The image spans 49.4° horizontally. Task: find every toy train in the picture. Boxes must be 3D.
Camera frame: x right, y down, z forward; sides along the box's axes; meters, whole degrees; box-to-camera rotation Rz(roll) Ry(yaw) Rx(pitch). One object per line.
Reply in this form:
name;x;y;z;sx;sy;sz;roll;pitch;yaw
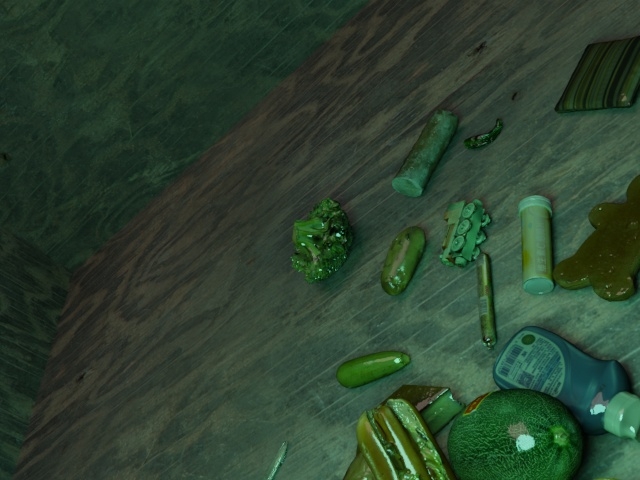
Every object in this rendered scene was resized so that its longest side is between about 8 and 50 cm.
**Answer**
toy train;0.336;-0.013;1.659;0.118;0.074;0.176;-17;47;58

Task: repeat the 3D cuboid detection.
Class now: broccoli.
broccoli;0.003;-0.001;1.978;0.176;0.227;0.197;-15;11;-32

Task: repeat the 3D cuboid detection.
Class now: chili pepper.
chili pepper;0.434;-0.277;1.852;0.118;0.035;0.056;-36;49;30

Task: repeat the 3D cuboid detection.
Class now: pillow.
pillow;0.676;-0.391;1.635;0.212;0.052;0.208;10;67;59

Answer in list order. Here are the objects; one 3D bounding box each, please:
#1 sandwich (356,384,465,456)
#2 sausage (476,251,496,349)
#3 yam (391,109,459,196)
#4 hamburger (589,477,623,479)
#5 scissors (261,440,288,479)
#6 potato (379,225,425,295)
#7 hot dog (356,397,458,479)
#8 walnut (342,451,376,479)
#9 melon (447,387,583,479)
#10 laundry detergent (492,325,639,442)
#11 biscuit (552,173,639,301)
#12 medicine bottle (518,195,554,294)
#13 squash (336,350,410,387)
sandwich;0.170;0.372;1.419;0.258;0.094;0.096;-42;35;11
sausage;0.357;0.124;1.506;0.032;0.033;0.269;-29;36;33
yam;0.298;-0.247;1.948;0.093;0.093;0.259;6;61;56
hamburger;0.411;0.449;0.985;0.172;0.116;0.210;-24;39;33
scissors;-0.152;0.615;1.654;0.109;0.022;0.300;7;61;52
potato;0.206;0.053;1.741;0.188;0.085;0.105;-66;12;-19
hot dog;0.179;0.432;1.185;0.338;0.135;0.100;64;154;19
walnut;0.124;0.470;1.305;0.207;0.167;0.167;-57;30;-6
melon;0.320;0.335;1.139;0.182;0.182;0.287;-66;11;-26
laundry detergent;0.440;0.254;1.201;0.143;0.094;0.289;-48;32;-11
biscuit;0.592;-0.013;1.330;0.302;0.049;0.196;-54;34;-7
medicine bottle;0.457;0.009;1.467;0.073;0.074;0.218;-24;41;37
squash;0.118;0.296;1.607;0.201;0.066;0.066;-23;39;34
